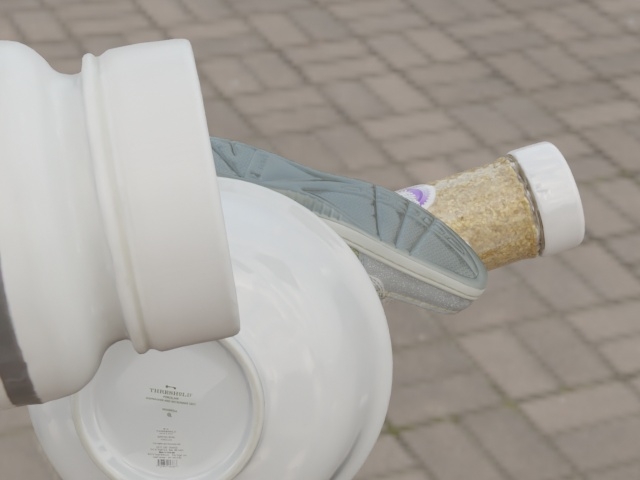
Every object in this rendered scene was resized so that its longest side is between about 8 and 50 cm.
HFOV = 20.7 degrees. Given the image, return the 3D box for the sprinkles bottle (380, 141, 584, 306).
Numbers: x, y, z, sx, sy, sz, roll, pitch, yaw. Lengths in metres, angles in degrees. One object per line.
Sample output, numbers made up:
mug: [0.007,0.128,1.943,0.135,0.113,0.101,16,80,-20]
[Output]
sprinkles bottle: [0.099,0.001,1.877,0.355,0.121,0.121,-18,33,-7]

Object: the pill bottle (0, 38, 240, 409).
pill bottle: [-0.235,0.002,0.974,0.361,0.204,0.204,-10,31,-4]

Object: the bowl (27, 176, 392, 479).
bowl: [-0.101,0.106,1.310,0.298,0.297,0.134,6,11,8]

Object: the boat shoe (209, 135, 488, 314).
boat shoe: [-0.002,0.001,1.639,0.320,0.103,0.118,19,26,1]
